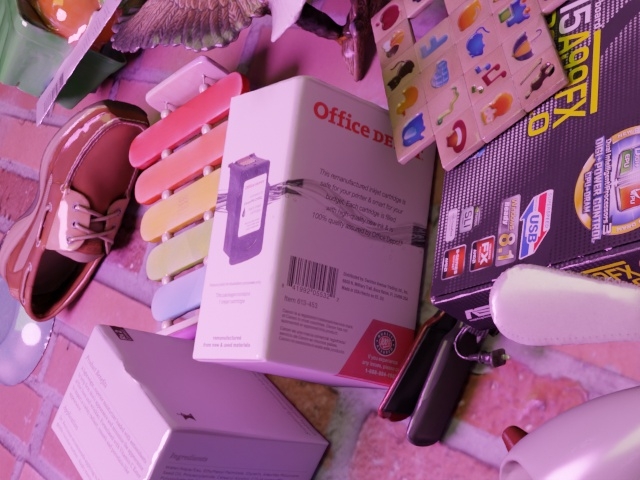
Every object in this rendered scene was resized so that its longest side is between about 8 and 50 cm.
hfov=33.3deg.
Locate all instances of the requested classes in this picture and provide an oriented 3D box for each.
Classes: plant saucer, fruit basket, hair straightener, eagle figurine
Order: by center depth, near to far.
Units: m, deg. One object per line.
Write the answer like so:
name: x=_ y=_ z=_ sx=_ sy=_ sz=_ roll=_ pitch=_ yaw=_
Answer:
hair straightener: x=0.132 y=0.070 z=0.865 sx=0.089 sy=0.047 sz=0.230 roll=39 pitch=102 yaw=47
eagle figurine: x=-0.074 y=-0.273 z=1.079 sx=0.226 sy=0.298 sz=0.225 roll=-58 pitch=-14 yaw=-34
fruit basket: x=-0.296 y=-0.361 z=1.411 sx=0.353 sy=0.165 sz=0.327 roll=-48 pitch=41 yaw=18
plant saucer: x=-0.431 y=0.103 z=1.487 sx=0.195 sy=0.037 sz=0.195 roll=-19 pitch=63 yaw=43

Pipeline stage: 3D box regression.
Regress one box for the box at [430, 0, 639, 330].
box: x=0.192 y=-0.083 z=0.790 sx=0.216 sy=0.060 sz=0.270 roll=-20 pitch=51 yaw=44

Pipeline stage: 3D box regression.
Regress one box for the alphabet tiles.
alphabet tiles: x=0.128 y=-0.172 z=0.879 sx=0.198 sy=0.009 sz=0.237 roll=-37 pitch=40 yaw=29

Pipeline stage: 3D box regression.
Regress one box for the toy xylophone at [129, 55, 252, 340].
toy xylophone: x=-0.108 y=-0.050 z=1.141 sx=0.236 sy=0.081 sz=0.323 roll=-33 pitch=54 yaw=36

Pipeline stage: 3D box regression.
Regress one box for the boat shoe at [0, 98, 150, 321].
boat shoe: x=-0.294 y=-0.025 z=1.329 sx=0.324 sy=0.122 sz=0.120 roll=-54 pitch=48 yaw=32

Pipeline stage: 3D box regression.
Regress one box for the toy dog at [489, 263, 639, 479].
toy dog: x=0.189 y=0.096 z=0.667 sx=0.334 sy=0.220 sz=0.161 roll=-50 pitch=31 yaw=20

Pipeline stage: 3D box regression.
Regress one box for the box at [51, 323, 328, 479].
box: x=-0.125 y=0.182 z=1.002 sx=0.181 sy=0.182 sz=0.119 roll=40 pitch=109 yaw=48

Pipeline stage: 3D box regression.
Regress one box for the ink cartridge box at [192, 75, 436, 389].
ink cartridge box: x=0.000 y=0.000 z=0.931 sx=0.100 sy=0.172 sz=0.237 roll=-6 pitch=73 yaw=47
